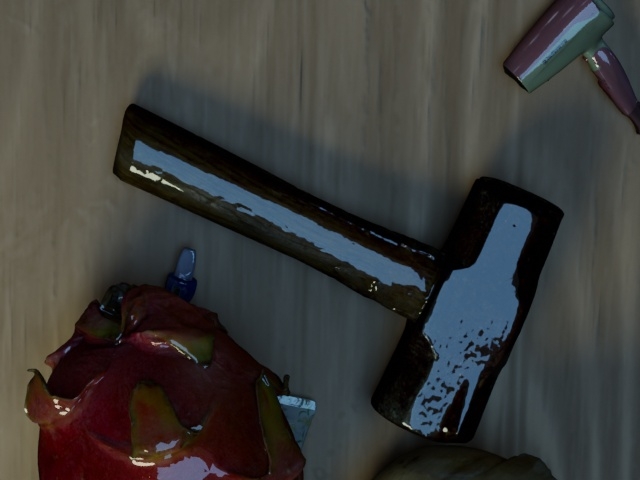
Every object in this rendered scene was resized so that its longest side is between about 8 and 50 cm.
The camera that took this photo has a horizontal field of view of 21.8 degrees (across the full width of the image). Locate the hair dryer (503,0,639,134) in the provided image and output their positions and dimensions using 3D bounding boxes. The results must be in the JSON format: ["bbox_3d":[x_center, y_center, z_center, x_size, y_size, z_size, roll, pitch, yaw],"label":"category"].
[{"bbox_3d":[0.252,-0.150,1.523,0.154,0.054,0.106,40,95,-18],"label":"hair dryer"}]

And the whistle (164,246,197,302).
[{"bbox_3d":[-0.129,0.046,1.495,0.033,0.029,0.083,18,104,6],"label":"whistle"}]

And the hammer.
[{"bbox_3d":[0.000,0.000,1.481,0.409,0.095,0.242,25,95,-11],"label":"hammer"}]

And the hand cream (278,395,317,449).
[{"bbox_3d":[-0.055,0.236,1.534,0.067,0.042,0.194,12,93,-8],"label":"hand cream"}]

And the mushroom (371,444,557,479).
[{"bbox_3d":[0.131,0.302,1.499,0.184,0.255,0.255,26,95,-48],"label":"mushroom"}]

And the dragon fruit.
[{"bbox_3d":[-0.130,0.203,1.422,0.250,0.250,0.315,-2,114,-10],"label":"dragon fruit"}]
